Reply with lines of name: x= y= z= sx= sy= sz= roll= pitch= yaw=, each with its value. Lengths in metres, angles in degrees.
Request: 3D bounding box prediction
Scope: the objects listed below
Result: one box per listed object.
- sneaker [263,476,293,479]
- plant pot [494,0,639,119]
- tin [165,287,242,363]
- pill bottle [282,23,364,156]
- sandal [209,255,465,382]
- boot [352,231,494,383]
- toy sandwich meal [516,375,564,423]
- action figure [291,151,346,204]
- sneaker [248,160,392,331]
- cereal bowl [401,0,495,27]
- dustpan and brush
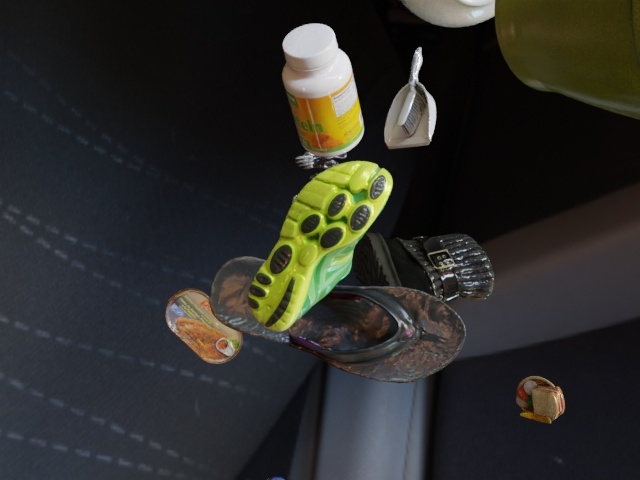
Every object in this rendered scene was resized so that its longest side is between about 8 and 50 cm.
sneaker: x=-0.022 y=0.396 z=1.062 sx=0.127 sy=0.182 sz=0.315 roll=-26 pitch=150 yaw=29
plant pot: x=0.435 y=-0.316 z=1.117 sx=0.366 sy=0.366 sz=0.353 roll=37 pitch=167 yaw=-33
tin: x=-0.251 y=0.182 z=1.799 sx=0.106 sy=0.040 sz=0.189 roll=-42 pitch=108 yaw=1
pill bottle: x=0.001 y=-0.295 z=1.645 sx=0.136 sy=0.136 sz=0.245 roll=-7 pitch=139 yaw=9
sandal: x=0.030 y=0.141 z=1.408 sx=0.446 sy=0.167 sz=0.107 roll=12 pitch=178 yaw=-4
boot: x=0.222 y=0.117 z=1.624 sx=0.260 sy=0.348 sz=0.131 roll=5 pitch=141 yaw=-22
toy sandwich meal: x=0.345 y=0.255 z=1.324 sx=0.029 sy=0.085 sz=0.085 roll=-19 pitch=159 yaw=-47
action figure: x=-0.003 y=-0.153 z=2.144 sx=0.141 sy=0.164 sz=0.275 roll=0 pitch=164 yaw=-3
sneaker: x=0.000 y=0.000 z=1.198 sx=0.109 sy=0.123 sz=0.295 roll=43 pitch=115 yaw=12
cereal bowl: x=0.309 y=-0.585 z=1.721 sx=0.339 sy=0.141 sz=0.339 roll=-11 pitch=134 yaw=-11
dustpan and brush: x=0.198 y=-0.307 z=1.783 sx=0.060 sy=0.211 sz=0.147 roll=26 pitch=167 yaw=-32
